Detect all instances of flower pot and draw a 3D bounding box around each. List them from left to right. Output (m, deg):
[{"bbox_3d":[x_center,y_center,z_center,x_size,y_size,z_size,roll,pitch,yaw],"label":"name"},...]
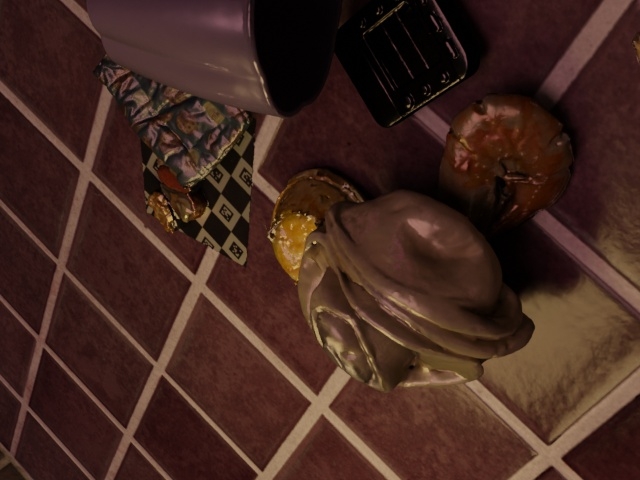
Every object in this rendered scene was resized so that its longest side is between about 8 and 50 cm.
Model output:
[{"bbox_3d":[-0.127,-0.291,1.106,0.243,0.265,0.265,12,125,18],"label":"flower pot"}]

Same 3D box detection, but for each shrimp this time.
[{"bbox_3d":[0.214,-0.058,1.159,0.154,0.062,0.294,18,140,6],"label":"shrimp"}]

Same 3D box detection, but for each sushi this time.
[{"bbox_3d":[-0.225,-0.108,1.544,0.264,0.050,0.290,27,131,28],"label":"sushi"}]

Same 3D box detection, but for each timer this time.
[{"bbox_3d":[0.106,-0.235,1.156,0.187,0.055,0.144,-28,93,53],"label":"timer"}]

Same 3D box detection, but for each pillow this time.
[{"bbox_3d":[-0.228,-0.222,1.447,0.189,0.034,0.255,-41,85,31],"label":"pillow"}]

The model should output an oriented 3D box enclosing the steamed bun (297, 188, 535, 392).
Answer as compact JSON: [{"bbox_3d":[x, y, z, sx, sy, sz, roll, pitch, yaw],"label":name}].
[{"bbox_3d":[0.095,0.085,1.191,0.268,0.207,0.280,49,156,-25],"label":"steamed bun"}]

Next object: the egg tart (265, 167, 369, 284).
[{"bbox_3d":[0.000,0.002,1.383,0.213,0.090,0.212,19,125,29],"label":"egg tart"}]

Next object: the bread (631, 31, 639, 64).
[{"bbox_3d":[0.382,-0.183,0.913,0.125,0.082,0.106,-25,88,58],"label":"bread"}]
